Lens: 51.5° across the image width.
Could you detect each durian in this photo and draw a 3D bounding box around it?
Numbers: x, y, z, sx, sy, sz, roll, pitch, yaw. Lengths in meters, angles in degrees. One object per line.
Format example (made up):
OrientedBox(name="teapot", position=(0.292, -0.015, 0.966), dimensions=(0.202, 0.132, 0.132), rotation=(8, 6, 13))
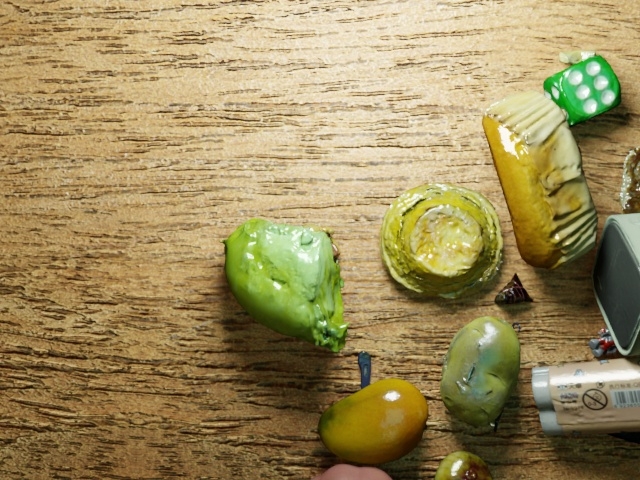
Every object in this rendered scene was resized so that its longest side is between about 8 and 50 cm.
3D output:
OrientedBox(name="durian", position=(-0.072, 0.087, 1.484), dimensions=(0.339, 0.204, 0.256), rotation=(13, 99, 22))

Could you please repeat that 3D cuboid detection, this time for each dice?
OrientedBox(name="dice", position=(0.590, -0.335, 1.499), dimensions=(0.131, 0.120, 0.128), rotation=(-23, 90, 3))

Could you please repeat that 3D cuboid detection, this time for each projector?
OrientedBox(name="projector", position=(0.749, 0.086, 1.403), dimensions=(0.249, 0.249, 0.248), rotation=(-5, 134, 2))

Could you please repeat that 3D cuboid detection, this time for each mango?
OrientedBox(name="mango", position=(0.128, 0.422, 1.512), dimensions=(0.254, 0.139, 0.175), rotation=(-29, 81, 9))

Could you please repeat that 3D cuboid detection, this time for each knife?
OrientedBox(name="knife", position=(0.103, 0.321, 1.569), dimensions=(0.031, 0.018, 0.121), rotation=(1, 91, -5))

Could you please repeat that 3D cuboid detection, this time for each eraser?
OrientedBox(name="eraser", position=(0.627, 0.348, 1.454), dimensions=(0.290, 0.087, 0.171), rotation=(-13, 101, 26))

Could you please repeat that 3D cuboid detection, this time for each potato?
OrientedBox(name="potato", position=(0.358, 0.291, 1.492), dimensions=(0.169, 0.143, 0.248), rotation=(21, 95, 12))

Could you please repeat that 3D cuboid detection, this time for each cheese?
OrientedBox(name="cheese", position=(0.596, -0.425, 1.537), dimensions=(0.083, 0.044, 0.030), rotation=(-4, 106, 0))

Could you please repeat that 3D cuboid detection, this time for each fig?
OrientedBox(name="fig", position=(0.323, 0.558, 1.510), dimensions=(0.136, 0.121, 0.153), rotation=(37, 82, 5))

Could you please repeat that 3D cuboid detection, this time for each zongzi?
OrientedBox(name="zongzi", position=(0.458, 0.127, 1.540), dimensions=(0.073, 0.067, 0.083), rotation=(43, 74, 8))

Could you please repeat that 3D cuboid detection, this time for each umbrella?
OrientedBox(name="umbrella", position=(0.431, 0.318, 1.555), dimensions=(0.044, 0.044, 0.269), rotation=(6, 100, -23))

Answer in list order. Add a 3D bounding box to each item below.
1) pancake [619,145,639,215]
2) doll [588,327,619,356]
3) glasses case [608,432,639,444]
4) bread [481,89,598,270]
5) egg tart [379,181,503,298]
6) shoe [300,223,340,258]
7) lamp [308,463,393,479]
OrientedBox(name="pancake", position=(0.800, -0.102, 1.523), dimensions=(0.212, 0.056, 0.257), rotation=(6, 91, 2))
OrientedBox(name="doll", position=(0.709, 0.220, 1.522), dimensions=(0.180, 0.079, 0.094), rotation=(-20, 104, 15))
OrientedBox(name="glasses case", position=(0.765, 0.422, 1.520), dimensions=(0.266, 0.067, 0.103), rotation=(16, 93, 2))
OrientedBox(name="bread", position=(0.465, -0.129, 1.447), dimensions=(0.183, 0.236, 0.389), rotation=(-22, 90, 1))
OrientedBox(name="egg tart", position=(0.278, -0.001, 1.510), dimensions=(0.294, 0.123, 0.294), rotation=(0, 89, 4))
OrientedBox(name="shoe", position=(0.004, -0.001, 1.547), dimensions=(0.072, 0.069, 0.109), rotation=(-34, 94, -4))
OrientedBox(name="lamp", position=(0.072, 0.653, 1.459), dimensions=(0.305, 0.239, 0.305), rotation=(1, 96, 7))
